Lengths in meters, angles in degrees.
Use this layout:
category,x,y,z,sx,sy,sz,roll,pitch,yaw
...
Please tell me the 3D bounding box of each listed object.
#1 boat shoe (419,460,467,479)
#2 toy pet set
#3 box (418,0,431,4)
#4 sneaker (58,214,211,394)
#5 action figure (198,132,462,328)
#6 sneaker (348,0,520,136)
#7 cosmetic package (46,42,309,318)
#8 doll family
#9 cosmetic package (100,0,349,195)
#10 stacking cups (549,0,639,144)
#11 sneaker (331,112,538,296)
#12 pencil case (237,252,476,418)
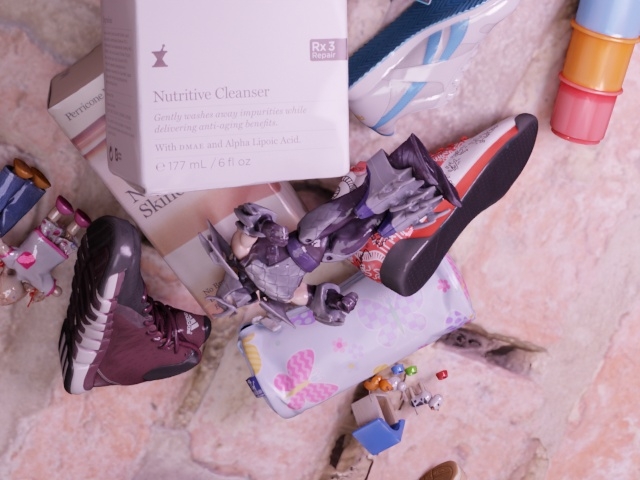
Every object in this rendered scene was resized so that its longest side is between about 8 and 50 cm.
category,x,y,z,sx,sy,sz,roll,pitch,yaw
boat shoe,0.135,0.345,1.844,0.059,0.063,0.170,28,115,-19
toy pet set,0.090,0.202,1.748,0.114,0.065,0.122,-32,156,27
box,0.018,-0.338,1.551,0.244,0.060,0.100,18,107,-14
sneaker,-0.192,0.071,1.645,0.162,0.106,0.281,1,144,-20
action figure,0.000,0.000,1.518,0.285,0.099,0.185,-33,139,12
sneaker,0.127,-0.206,1.612,0.228,0.087,0.092,-35,119,14
cosmetic package,-0.146,-0.083,1.595,0.153,0.129,0.296,-35,111,7
doll family,-0.386,-0.031,1.611,0.163,0.118,0.263,-47,128,5
cosmetic package,-0.096,-0.251,1.413,0.217,0.156,0.385,-7,103,-20
stacking cups,0.313,-0.259,1.606,0.096,0.096,0.316,10,111,-11
sneaker,0.116,-0.071,1.653,0.270,0.145,0.090,-48,150,-20
pencil case,0.041,0.096,1.702,0.273,0.113,0.124,-28,88,5
